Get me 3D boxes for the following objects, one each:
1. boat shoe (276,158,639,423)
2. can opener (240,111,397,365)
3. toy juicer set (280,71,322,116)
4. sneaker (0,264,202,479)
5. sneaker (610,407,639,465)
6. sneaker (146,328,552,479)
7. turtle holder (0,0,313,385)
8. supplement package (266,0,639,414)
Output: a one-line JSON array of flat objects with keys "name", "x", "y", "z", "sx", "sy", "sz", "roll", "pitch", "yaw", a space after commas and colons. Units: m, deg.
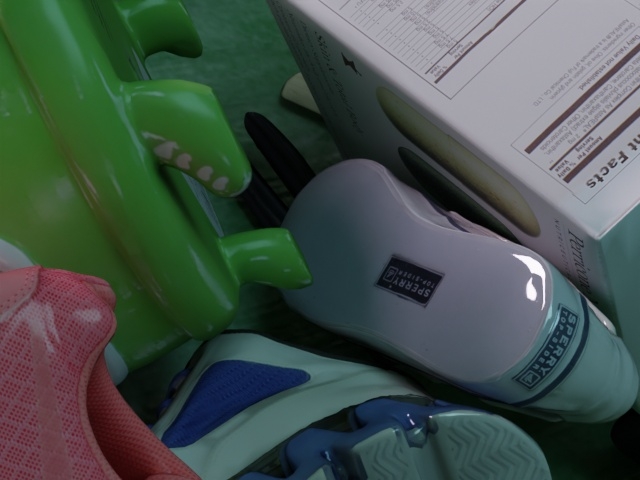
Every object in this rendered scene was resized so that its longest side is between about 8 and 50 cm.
[{"name": "boat shoe", "x": 0.058, "y": 0.032, "z": 0.719, "sx": 0.084, "sy": 0.095, "sz": 0.258, "roll": 34, "pitch": 2, "yaw": -31}, {"name": "can opener", "x": 0.000, "y": 0.000, "z": 0.850, "sx": 0.059, "sy": 0.073, "sz": 0.186, "roll": -44, "pitch": 76, "yaw": -2}, {"name": "toy juicer set", "x": 0.146, "y": -0.137, "z": 1.003, "sx": 0.209, "sy": 0.089, "sz": 0.329, "roll": 44, "pitch": 74, "yaw": -3}, {"name": "sneaker", "x": -0.075, "y": 0.153, "z": 0.506, "sx": 0.136, "sy": 0.116, "sz": 0.314, "roll": -22, "pitch": 105, "yaw": -1}, {"name": "sneaker", "x": 0.300, "y": -0.019, "z": 0.921, "sx": 0.202, "sy": 0.185, "sz": 0.483, "roll": 30, "pitch": 47, "yaw": -9}, {"name": "sneaker", "x": -0.065, "y": 0.137, "z": 0.665, "sx": 0.315, "sy": 0.182, "sz": 0.127, "roll": -18, "pitch": 107, "yaw": -7}, {"name": "turtle holder", "x": -0.158, "y": -0.041, "z": 0.633, "sx": 0.227, "sy": 0.320, "sz": 0.243, "roll": -25, "pitch": 84, "yaw": 1}, {"name": "supplement package", "x": 0.139, "y": -0.087, "z": 0.782, "sx": 0.198, "sy": 0.199, "sz": 0.263, "roll": -42, "pitch": 55, "yaw": -9}]
